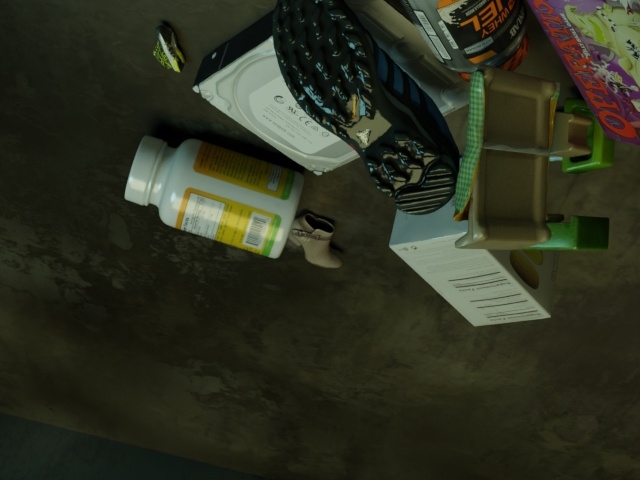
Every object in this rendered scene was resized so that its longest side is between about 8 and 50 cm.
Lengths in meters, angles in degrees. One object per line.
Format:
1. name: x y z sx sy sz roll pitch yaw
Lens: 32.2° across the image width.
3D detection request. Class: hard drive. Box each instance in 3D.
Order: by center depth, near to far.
1. hard drive: 0.025 -0.211 1.420 0.237 0.064 0.339 33 144 -29

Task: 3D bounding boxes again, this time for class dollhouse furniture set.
1. dollhouse furniture set: 0.209 -0.087 1.312 0.151 0.197 0.302 2 180 41

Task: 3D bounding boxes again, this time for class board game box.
1. board game box: 0.330 -0.210 1.172 0.347 0.056 0.208 47 171 -38

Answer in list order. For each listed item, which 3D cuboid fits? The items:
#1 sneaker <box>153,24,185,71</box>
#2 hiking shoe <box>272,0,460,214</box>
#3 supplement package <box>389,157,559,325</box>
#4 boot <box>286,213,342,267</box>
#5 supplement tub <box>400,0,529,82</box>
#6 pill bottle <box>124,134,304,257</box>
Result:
1. sneaker: -0.209 -0.254 1.477 0.035 0.031 0.083 5 148 16
2. hiking shoe: 0.053 -0.167 1.280 0.113 0.132 0.304 -31 96 24
3. supplement package: 0.231 0.005 1.613 0.134 0.139 0.244 -11 142 37
4. boot: 0.000 0.000 1.798 0.118 0.042 0.087 24 146 -16
5. supplement tub: 0.154 -0.267 1.219 0.117 0.117 0.190 -7 144 32
6. pill bottle: -0.158 -0.072 1.652 0.246 0.136 0.136 18 149 -5
